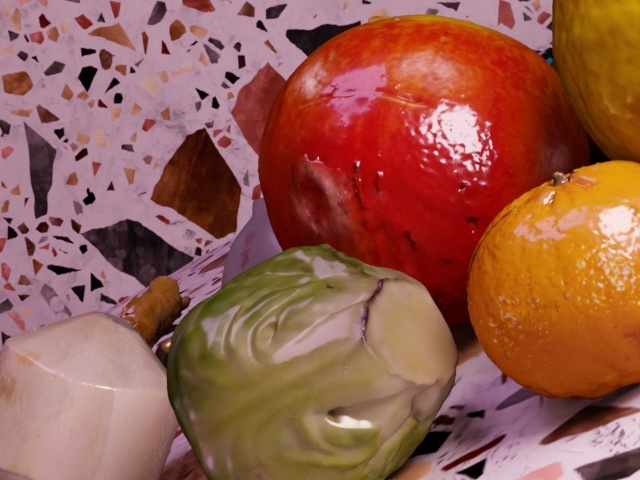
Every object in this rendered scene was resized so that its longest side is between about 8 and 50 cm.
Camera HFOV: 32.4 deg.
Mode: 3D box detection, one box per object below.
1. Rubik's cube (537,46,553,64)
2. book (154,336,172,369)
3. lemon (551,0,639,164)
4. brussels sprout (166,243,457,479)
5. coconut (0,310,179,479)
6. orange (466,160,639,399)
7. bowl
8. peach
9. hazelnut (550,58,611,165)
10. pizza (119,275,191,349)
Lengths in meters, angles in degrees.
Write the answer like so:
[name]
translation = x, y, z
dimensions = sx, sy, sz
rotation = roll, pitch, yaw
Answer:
[Rubik's cube]
translation = 0.248, -0.119, 1.444
dimensions = 0.182, 0.187, 0.184
rotation = -24, 12, 39
[book]
translation = -0.095, 0.089, 1.725
dimensions = 0.389, 0.032, 0.269
rotation = -33, -8, -17
[lemon]
translation = 0.363, -0.179, 0.851
dimensions = 0.349, 0.350, 0.387
rotation = -32, 11, -7
[brussels sprout]
translation = -0.010, 0.111, 0.909
dimensions = 0.244, 0.244, 0.244
rotation = -30, 8, 5
[coconut]
translation = -0.263, 0.190, 1.228
dimensions = 0.241, 0.241, 0.241
rotation = -30, 8, 5
[orange]
translation = 0.200, 0.025, 0.820
dimensions = 0.193, 0.161, 0.193
rotation = -31, 3, 2
[bowl]
translation = 0.000, 0.000, 1.465
dimensions = 0.345, 0.157, 0.345
rotation = -18, 2, 1
[peach]
translation = 0.100, -0.058, 1.139
dimensions = 0.370, 0.370, 0.370
rotation = -30, 8, 5
[hazelnut]
translation = 0.368, -0.159, 1.269
dimensions = 0.229, 0.229, 0.229
rotation = -30, 8, 5
[pizza]
translation = -0.337, 0.211, 1.579
dimensions = 0.392, 0.080, 0.435
rotation = -48, 7, 7
